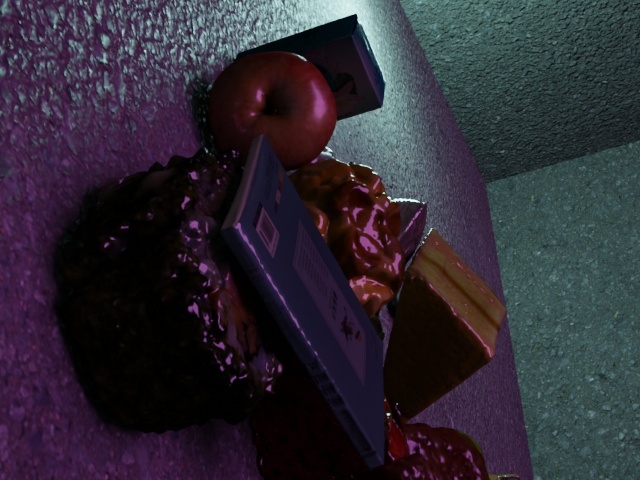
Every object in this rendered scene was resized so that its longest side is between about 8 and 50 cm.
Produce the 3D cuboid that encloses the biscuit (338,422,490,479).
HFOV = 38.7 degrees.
[{"bbox_3d":[0.195,0.517,1.615,0.343,0.166,0.395,24,46,-50],"label":"biscuit"}]

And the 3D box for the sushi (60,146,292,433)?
[{"bbox_3d":[-0.153,0.046,1.101,0.352,0.178,0.294,-61,131,-66],"label":"sushi"}]

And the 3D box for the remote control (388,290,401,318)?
[{"bbox_3d":[0.219,0.195,2.259,0.222,0.042,0.072,53,28,-50],"label":"remote control"}]

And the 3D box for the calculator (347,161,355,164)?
[{"bbox_3d":[0.078,-0.019,1.948,0.165,0.028,0.274,120,-40,-71],"label":"calculator"}]

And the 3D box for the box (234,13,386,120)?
[{"bbox_3d":[-0.022,-0.287,1.633,0.092,0.245,0.153,-80,148,-50],"label":"box"}]

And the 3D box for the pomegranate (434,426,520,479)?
[{"bbox_3d":[0.287,0.489,1.915,0.198,0.246,0.198,170,-90,-87],"label":"pomegranate"}]

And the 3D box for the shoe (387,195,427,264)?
[{"bbox_3d":[0.032,0.029,1.678,0.342,0.211,0.132,-52,152,-27],"label":"shoe"}]

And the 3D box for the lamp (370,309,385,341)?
[{"bbox_3d":[0.065,0.149,1.737,0.118,0.118,0.253,52,33,-49],"label":"lamp"}]

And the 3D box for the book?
[{"bbox_3d":[-0.005,0.072,1.161,0.379,0.031,0.264,61,18,-23],"label":"book"}]

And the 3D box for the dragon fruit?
[{"bbox_3d":[-0.027,0.238,1.359,0.240,0.302,0.330,-37,96,-36],"label":"dragon fruit"}]

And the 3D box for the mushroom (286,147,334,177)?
[{"bbox_3d":[-0.039,-0.104,1.691,0.096,0.099,0.278,54,28,-13],"label":"mushroom"}]

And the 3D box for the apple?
[{"bbox_3d":[-0.080,-0.205,1.474,0.164,0.210,0.209,77,-1,-86],"label":"apple"}]

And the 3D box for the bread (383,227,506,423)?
[{"bbox_3d":[0.161,0.206,1.781,0.245,0.362,0.233,45,26,-2],"label":"bread"}]

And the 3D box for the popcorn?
[{"bbox_3d":[0.000,0.000,1.449,0.332,0.225,0.264,-176,-80,-69],"label":"popcorn"}]
